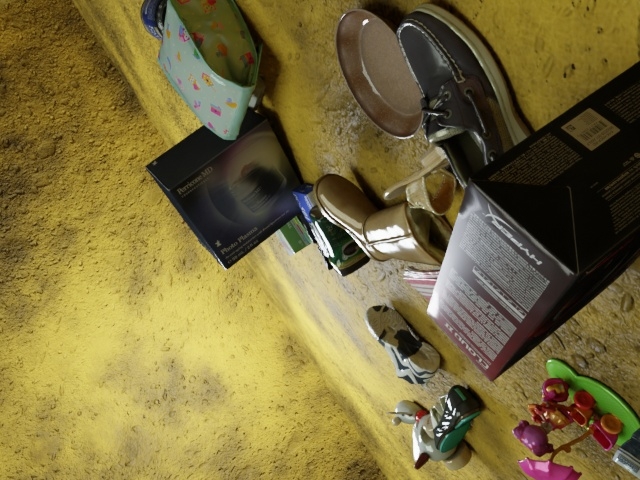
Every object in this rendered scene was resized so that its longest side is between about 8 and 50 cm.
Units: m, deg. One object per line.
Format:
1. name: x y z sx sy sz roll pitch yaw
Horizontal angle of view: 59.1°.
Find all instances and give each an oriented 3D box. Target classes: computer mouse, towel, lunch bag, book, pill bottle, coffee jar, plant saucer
1. computer mouse: 0.000 0.000 1.595 0.242 0.041 0.071 63 -178 -47
2. towel: 0.248 0.113 1.008 0.197 0.029 0.144 40 169 -12
3. lunch bag: -0.228 -0.374 1.232 0.262 0.160 0.223 59 152 8
4. book: -0.176 -0.379 1.370 0.096 0.035 0.144 55 162 0
5. pill bottle: -0.360 -0.552 1.401 0.219 0.123 0.122 37 155 52
6. coffee jar: 0.048 -0.008 1.310 0.079 0.096 0.184 39 156 55
7. plant saucer: 0.094 -0.243 0.813 0.198 0.036 0.198 51 164 20

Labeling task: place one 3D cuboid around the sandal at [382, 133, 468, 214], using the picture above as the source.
1. sandal: 0.166 -0.075 0.834 0.079 0.088 0.240 61 160 7

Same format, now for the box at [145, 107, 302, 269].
1. box: -0.229 -0.139 1.455 0.183 0.296 0.294 37 162 47

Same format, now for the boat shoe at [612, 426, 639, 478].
1. boat shoe: 0.457 0.287 0.744 0.183 0.083 0.065 34 -179 -37

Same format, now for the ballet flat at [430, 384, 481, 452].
1. ballet flat: 0.325 0.430 1.388 0.096 0.095 0.280 58 158 32

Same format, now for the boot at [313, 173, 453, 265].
1. boot: 0.114 -0.048 1.050 0.236 0.089 0.269 43 168 -11

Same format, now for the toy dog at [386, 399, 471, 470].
1. toy dog: 0.286 0.570 1.630 0.220 0.161 0.333 54 164 11

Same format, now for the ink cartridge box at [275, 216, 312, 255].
1. ink cartridge box: -0.088 -0.017 1.726 0.109 0.062 0.209 58 171 -2

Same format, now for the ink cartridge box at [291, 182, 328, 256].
1. ink cartridge box: 0.006 -0.045 1.455 0.097 0.046 0.207 22 142 62

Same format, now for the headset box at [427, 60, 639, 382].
1. headset box: 0.231 0.004 0.552 0.110 0.218 0.293 49 162 25

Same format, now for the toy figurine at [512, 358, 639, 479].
1. toy figurine: 0.357 0.287 0.849 0.173 0.159 0.130 46 162 34

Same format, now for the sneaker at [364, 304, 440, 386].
1. sneaker: 0.199 0.279 1.431 0.235 0.094 0.153 35 147 30

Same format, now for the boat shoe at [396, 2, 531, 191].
1. boat shoe: 0.169 -0.144 0.674 0.285 0.092 0.103 58 164 -5
